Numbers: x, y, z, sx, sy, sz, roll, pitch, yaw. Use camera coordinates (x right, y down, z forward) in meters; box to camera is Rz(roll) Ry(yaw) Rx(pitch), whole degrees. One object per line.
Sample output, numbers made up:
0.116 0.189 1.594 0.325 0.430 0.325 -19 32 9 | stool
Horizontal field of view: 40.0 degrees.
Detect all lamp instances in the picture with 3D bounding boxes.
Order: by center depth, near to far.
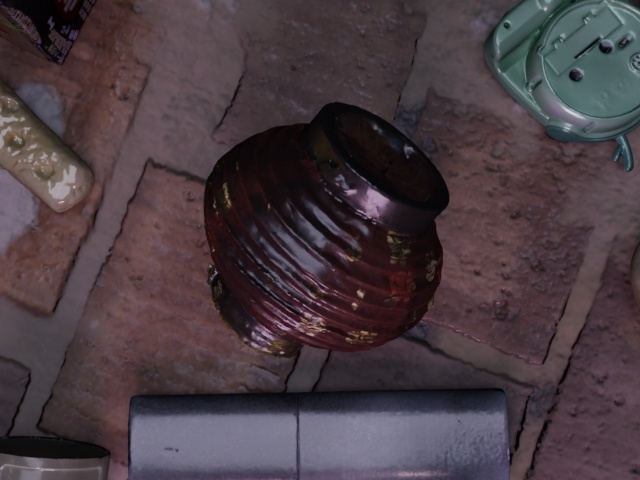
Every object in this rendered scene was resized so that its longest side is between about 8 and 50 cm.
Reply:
0.000 0.000 0.813 0.247 0.247 0.247 0 85 -1 | lamp

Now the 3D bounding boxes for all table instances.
-0.275 0.304 0.825 0.126 0.126 0.220 6 84 -1 | table

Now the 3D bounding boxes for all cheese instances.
-0.316 -0.109 0.904 0.194 0.043 0.065 43 90 1 | cheese

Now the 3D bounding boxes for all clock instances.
0.287 -0.178 0.912 0.159 0.066 0.211 -41 88 -4 | clock

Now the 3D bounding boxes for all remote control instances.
-0.001 0.205 0.881 0.377 0.044 0.107 -1 80 -2 | remote control

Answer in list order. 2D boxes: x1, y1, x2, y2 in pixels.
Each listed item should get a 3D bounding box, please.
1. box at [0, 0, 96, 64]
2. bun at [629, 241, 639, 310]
-0.241 -0.346 0.847 0.084 0.198 0.310 26 85 0 | box
0.398 0.049 0.868 0.173 0.113 0.167 -13 44 8 | bun
